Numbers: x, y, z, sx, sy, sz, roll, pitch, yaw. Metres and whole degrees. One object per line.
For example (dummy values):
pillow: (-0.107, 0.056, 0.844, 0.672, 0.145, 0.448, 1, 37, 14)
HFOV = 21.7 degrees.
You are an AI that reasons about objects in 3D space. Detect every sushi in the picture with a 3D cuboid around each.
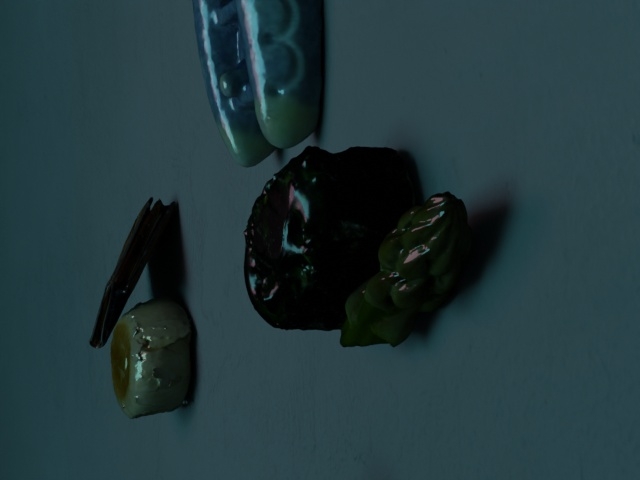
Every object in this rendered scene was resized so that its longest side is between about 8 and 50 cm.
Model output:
sushi: (0.000, 0.000, 1.558, 0.225, 0.127, 0.124, 117, 145, -55)

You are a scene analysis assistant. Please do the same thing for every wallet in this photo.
wallet: (-0.263, 0.041, 2.264, 0.161, 0.042, 0.195, -66, 6, -31)

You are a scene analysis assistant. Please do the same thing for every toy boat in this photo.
toy boat: (-0.090, -0.247, 1.787, 0.215, 0.123, 0.330, 167, 100, -70)

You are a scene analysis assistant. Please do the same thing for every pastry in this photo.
pastry: (-0.223, 0.157, 2.208, 0.166, 0.088, 0.165, 179, 90, -67)

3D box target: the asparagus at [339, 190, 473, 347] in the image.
asparagus: (0.079, 0.030, 1.429, 0.287, 0.080, 0.080, 111, 151, -61)
